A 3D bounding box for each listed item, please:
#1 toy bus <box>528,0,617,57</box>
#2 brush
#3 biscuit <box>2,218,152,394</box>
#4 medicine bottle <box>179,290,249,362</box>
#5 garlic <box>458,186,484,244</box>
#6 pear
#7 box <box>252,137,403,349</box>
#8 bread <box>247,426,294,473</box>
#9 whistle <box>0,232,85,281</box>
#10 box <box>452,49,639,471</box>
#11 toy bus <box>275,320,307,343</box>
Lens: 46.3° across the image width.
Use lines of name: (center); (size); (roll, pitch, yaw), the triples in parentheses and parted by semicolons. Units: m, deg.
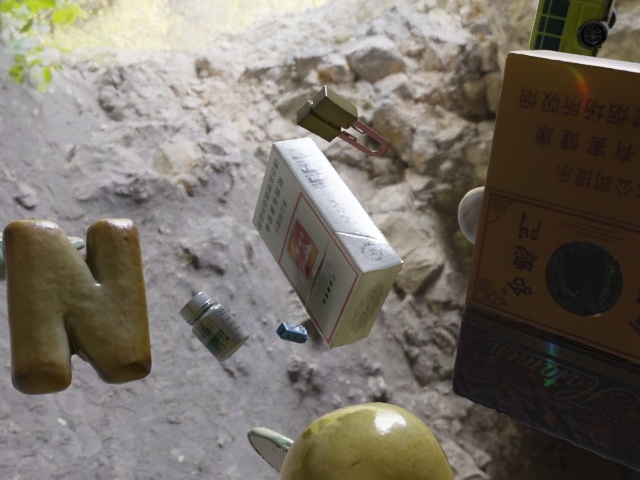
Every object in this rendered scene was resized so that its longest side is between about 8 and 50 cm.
toy bus: (0.469, -0.467, 1.341); (0.128, 0.150, 0.262); (-46, 148, -48)
brush: (0.065, -0.258, 1.724); (0.233, 0.103, 0.047); (26, 44, -32)
biscuit: (-0.403, 0.104, 1.259); (0.236, 0.062, 0.291); (0, 79, -36)
medicine bottle: (-0.209, 0.167, 1.464); (0.130, 0.080, 0.080); (45, 28, 4)
garlic: (0.358, -0.055, 1.273); (0.207, 0.207, 0.257); (59, 41, -14)
pear: (0.080, 0.430, 1.234); (0.309, 0.309, 0.309); (40, 38, -41)
box: (0.001, -0.001, 1.356); (0.095, 0.210, 0.330); (-14, 53, -30)
bread: (-0.064, 0.535, 1.807); (0.040, 0.267, 0.267); (-51, 118, -27)
whistle: (-0.541, 0.020, 1.364); (0.244, 0.110, 0.092); (-16, 116, -50)
box: (0.307, 0.021, 0.816); (0.115, 0.264, 0.415); (-19, 122, -51)
toy bus: (-0.074, 0.249, 2.006); (0.083, 0.038, 0.046); (20, 21, -39)
